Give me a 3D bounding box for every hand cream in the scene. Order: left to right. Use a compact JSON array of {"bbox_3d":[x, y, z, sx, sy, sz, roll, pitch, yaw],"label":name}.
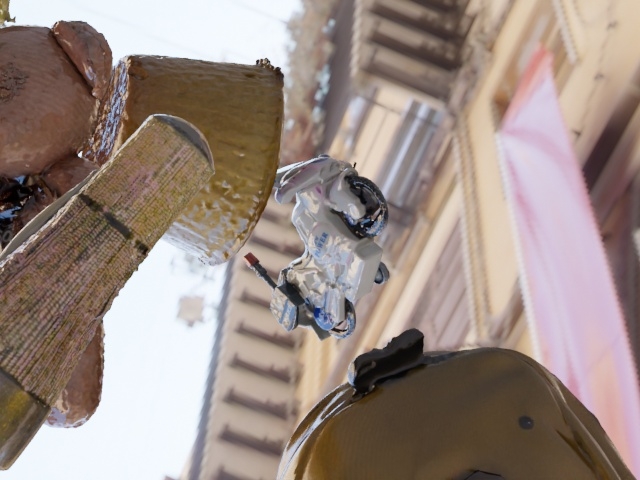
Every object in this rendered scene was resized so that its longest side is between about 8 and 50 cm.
[{"bbox_3d":[-0.129,0.018,0.705,0.084,0.203,0.084,39,171,7],"label":"hand cream"}]

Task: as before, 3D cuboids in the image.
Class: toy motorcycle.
[{"bbox_3d":[0.000,0.000,1.433,0.102,0.221,0.150,-26,-125,-38],"label":"toy motorcycle"}]

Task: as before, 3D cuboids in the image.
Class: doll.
[{"bbox_3d":[-0.237,-0.011,1.001,0.156,0.201,0.303,8,-107,-63],"label":"doll"}]

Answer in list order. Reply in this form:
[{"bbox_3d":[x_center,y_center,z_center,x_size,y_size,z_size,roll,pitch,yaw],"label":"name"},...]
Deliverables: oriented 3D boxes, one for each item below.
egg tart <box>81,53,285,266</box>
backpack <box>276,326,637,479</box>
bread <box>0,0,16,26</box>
[{"bbox_3d":[-0.129,-0.088,1.341,0.170,0.215,0.215,15,-148,-24],"label":"egg tart"},{"bbox_3d":[0.119,0.266,1.129,0.353,0.201,0.378,-26,-101,-21],"label":"backpack"},{"bbox_3d":[-0.459,-0.183,1.594,0.147,0.261,0.160,23,-163,4],"label":"bread"}]
